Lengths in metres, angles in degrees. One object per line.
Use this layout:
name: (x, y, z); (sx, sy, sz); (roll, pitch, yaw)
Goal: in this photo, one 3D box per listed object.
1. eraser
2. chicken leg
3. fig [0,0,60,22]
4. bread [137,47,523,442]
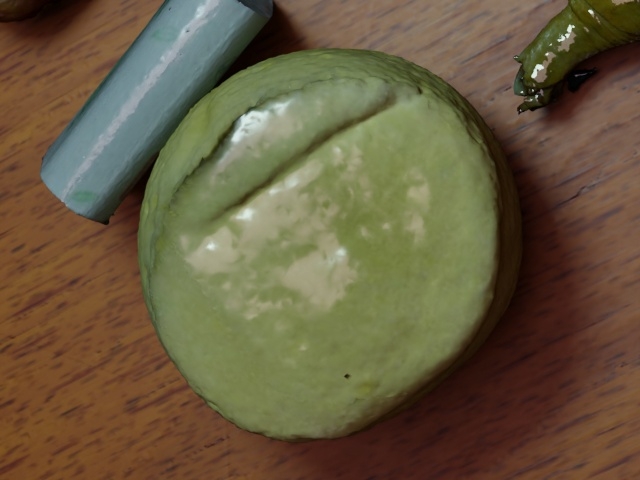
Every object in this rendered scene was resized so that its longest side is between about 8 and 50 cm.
eraser: (-0.140, -0.133, 1.586); (0.081, 0.174, 0.227); (36, 102, -13)
chicken leg: (0.233, -0.196, 1.498); (0.228, 0.088, 0.103); (-38, 87, 22)
fig: (-0.313, -0.319, 1.667); (0.159, 0.159, 0.257); (-42, 70, 14)
bread: (0.002, -0.002, 1.501); (0.320, 0.237, 0.320); (2, 102, 11)
